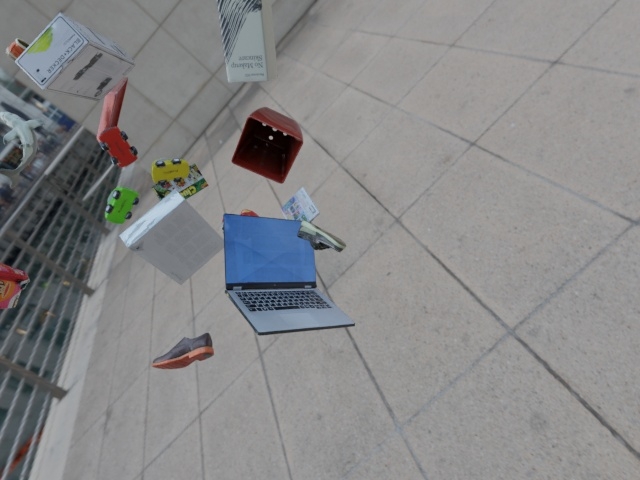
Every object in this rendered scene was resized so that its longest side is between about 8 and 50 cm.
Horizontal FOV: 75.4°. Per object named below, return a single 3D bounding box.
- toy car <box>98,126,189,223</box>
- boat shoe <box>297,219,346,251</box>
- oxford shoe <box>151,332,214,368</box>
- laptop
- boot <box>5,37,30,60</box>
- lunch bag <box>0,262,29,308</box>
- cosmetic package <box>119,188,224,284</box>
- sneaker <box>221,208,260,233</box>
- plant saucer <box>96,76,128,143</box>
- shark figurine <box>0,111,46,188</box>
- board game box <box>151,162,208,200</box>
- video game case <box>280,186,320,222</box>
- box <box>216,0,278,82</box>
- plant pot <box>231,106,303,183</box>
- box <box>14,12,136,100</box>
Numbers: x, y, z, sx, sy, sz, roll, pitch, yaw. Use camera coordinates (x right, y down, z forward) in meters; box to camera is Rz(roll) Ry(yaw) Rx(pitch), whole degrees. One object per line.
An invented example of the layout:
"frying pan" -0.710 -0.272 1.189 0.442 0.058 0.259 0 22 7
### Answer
"toy car" -0.477 -0.149 1.040 0.053 0.239 0.225 37 99 39
"boat shoe" -0.001 -0.001 1.372 0.224 0.080 0.073 32 96 47
"oxford shoe" -0.552 0.447 1.662 0.272 0.097 0.098 -18 58 8
"laptop" -0.108 0.103 1.422 0.408 0.382 0.236 37 116 48
"boot" -1.089 -0.688 1.569 0.085 0.158 0.059 -31 44 24
"lunch bag" -0.875 0.083 0.996 0.293 0.258 0.120 15 82 21
"cosmetic package" -0.606 -0.001 1.763 0.284 0.377 0.097 -44 58 -10
"sneaker" -0.292 -0.067 1.587 0.107 0.279 0.118 -23 73 17
"plant saucer" -0.885 -0.549 1.754 0.258 0.048 0.259 -62 27 26
"shark figurine" -1.082 -0.338 1.528 0.116 0.166 0.278 130 132 -74
"board game box" -0.693 -0.270 2.060 0.030 0.136 0.260 -8 28 47
"video game case" -0.088 -0.125 1.748 0.143 0.019 0.157 -42 59 18
"box" -0.177 -0.526 0.990 0.113 0.275 0.094 -1 24 10
"plant pot" -0.238 -0.480 1.981 0.235 0.267 0.267 -83 20 -48
"box" -0.629 -0.471 1.097 0.169 0.087 0.290 -41 12 8
